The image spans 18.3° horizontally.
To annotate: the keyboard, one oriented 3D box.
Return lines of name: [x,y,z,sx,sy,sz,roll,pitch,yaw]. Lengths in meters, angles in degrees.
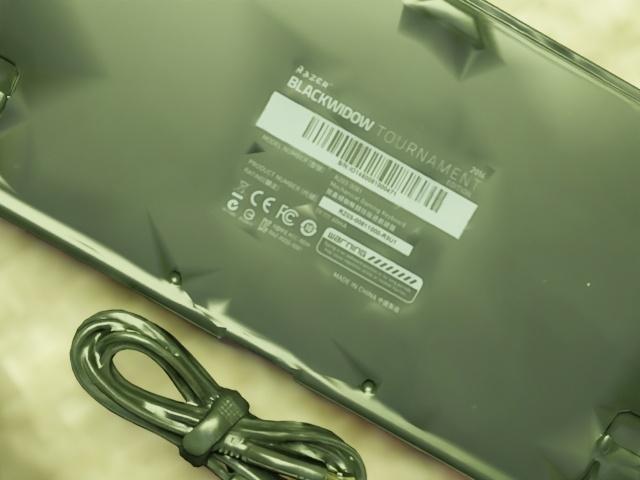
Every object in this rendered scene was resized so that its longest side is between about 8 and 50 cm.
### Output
keyboard: [0.000,0.000,0.374,0.180,0.023,0.108,30,94,-2]
